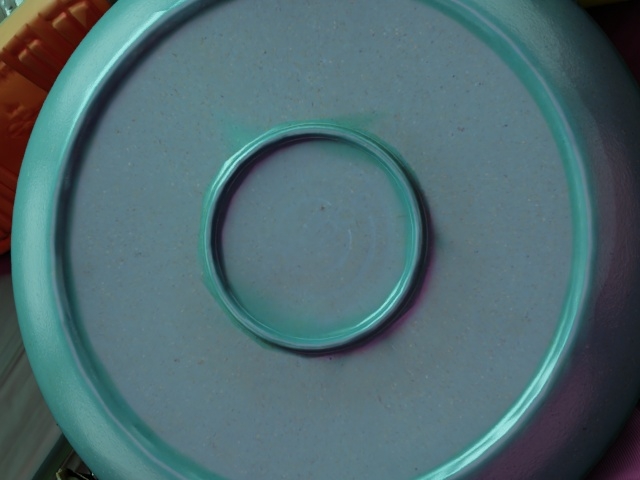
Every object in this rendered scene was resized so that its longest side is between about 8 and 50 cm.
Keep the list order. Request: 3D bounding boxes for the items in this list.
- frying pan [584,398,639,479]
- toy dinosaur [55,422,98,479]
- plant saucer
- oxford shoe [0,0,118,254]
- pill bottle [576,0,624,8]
[{"bbox_3d":[0.111,0.060,0.829,0.197,0.053,0.326,-6,84,24],"label":"frying pan"},{"bbox_3d":[-0.056,0.155,0.846,0.218,0.164,0.322,-39,46,-1],"label":"toy dinosaur"},{"bbox_3d":[0.000,0.000,0.772,0.317,0.043,0.318,-1,86,13],"label":"plant saucer"},{"bbox_3d":[-0.186,-0.090,0.969,0.363,0.130,0.133,-24,41,28],"label":"oxford shoe"},{"bbox_3d":[0.111,-0.162,0.822,0.184,0.103,0.103,-8,80,25],"label":"pill bottle"}]
